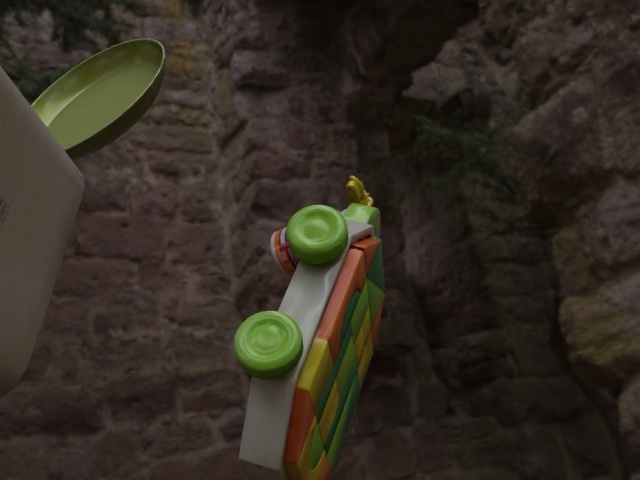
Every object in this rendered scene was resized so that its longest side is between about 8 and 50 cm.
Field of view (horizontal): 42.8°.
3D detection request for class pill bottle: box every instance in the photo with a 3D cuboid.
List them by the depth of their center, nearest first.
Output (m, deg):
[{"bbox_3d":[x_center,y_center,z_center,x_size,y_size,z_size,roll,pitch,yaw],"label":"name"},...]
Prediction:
[{"bbox_3d":[0.000,0.000,1.344,0.152,0.086,0.086,-22,-21,25],"label":"pill bottle"}]

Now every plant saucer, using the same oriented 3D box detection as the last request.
[{"bbox_3d":[-0.303,-0.181,1.095,0.240,0.241,0.037,-16,-50,20],"label":"plant saucer"}]

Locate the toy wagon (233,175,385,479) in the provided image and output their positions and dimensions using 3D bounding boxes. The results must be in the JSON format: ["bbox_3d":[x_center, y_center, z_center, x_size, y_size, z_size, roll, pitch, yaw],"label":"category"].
[{"bbox_3d":[0.009,0.082,0.811,0.068,0.344,0.267,13,-33,16],"label":"toy wagon"}]

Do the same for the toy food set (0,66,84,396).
[{"bbox_3d":[-0.336,-0.025,0.759,0.092,0.306,0.220,-3,-35,14],"label":"toy food set"}]
